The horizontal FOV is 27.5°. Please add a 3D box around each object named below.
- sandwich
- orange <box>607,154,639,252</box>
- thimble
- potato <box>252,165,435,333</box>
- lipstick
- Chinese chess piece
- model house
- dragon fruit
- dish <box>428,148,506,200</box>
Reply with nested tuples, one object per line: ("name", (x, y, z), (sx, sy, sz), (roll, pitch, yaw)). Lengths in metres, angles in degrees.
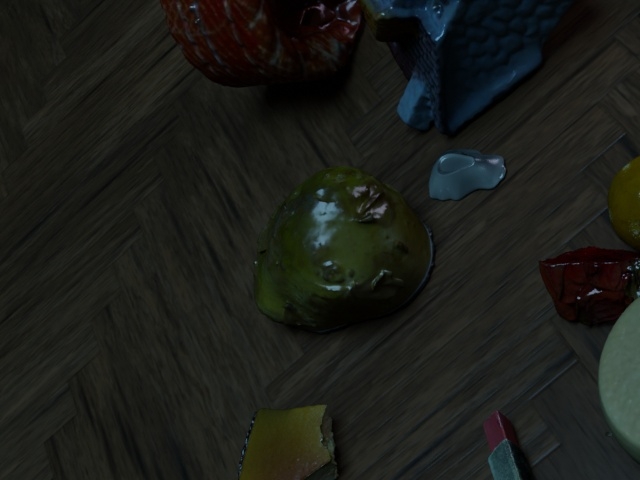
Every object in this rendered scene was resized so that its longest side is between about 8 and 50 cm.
("sandwich", (-0.042, 0.333, 1.878), (0.162, 0.058, 0.193), (-10, 53, 35))
("orange", (0.446, -0.053, 1.677), (0.156, 0.124, 0.156), (-20, 34, 14))
("thimble", (-0.102, -0.429, 2.266), (0.231, 0.350, 0.350), (-2, 60, 40))
("potato", (0.000, 0.000, 1.983), (0.300, 0.196, 0.246), (-16, 51, 34))
("lipstick", (0.256, 0.348, 1.623), (0.051, 0.051, 0.312), (-33, 42, 19))
("Chinese chess piece", (0.460, 0.161, 1.542), (0.273, 0.102, 0.273), (-20, 50, 27))
("model house", (0.170, -0.381, 2.083), (0.339, 0.297, 0.360), (-65, 34, 32))
("dragon fruit", (0.394, 0.062, 1.711), (0.192, 0.122, 0.092), (-1, 101, 36))
("dish", (0.215, -0.110, 1.987), (0.137, 0.039, 0.091), (-1, 61, 42))
